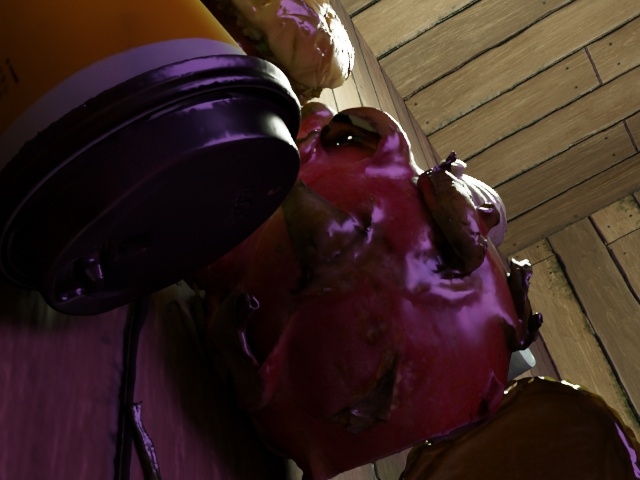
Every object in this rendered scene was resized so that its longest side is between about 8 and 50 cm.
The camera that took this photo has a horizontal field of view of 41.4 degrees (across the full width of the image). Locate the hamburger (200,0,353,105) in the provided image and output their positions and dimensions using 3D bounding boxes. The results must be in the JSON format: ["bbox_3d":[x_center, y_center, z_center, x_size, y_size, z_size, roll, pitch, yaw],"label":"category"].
[{"bbox_3d":[-0.077,-0.268,1.044,0.244,0.163,0.244,54,19,-27],"label":"hamburger"}]

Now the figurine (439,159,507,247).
[{"bbox_3d":[0.201,0.051,1.248,0.332,0.205,0.185,62,0,-16],"label":"figurine"}]

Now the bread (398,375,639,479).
[{"bbox_3d":[0.207,0.265,0.845,0.142,0.253,0.227,28,32,-59],"label":"bread"}]

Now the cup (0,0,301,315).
[{"bbox_3d":[-0.145,-0.107,0.507,0.279,0.196,0.196,57,13,17],"label":"cup"}]

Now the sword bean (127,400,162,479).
[{"bbox_3d":[-0.103,0.136,0.515,0.012,0.012,0.083,32,31,-62],"label":"sword bean"}]

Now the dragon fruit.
[{"bbox_3d":[0.025,0.029,0.678,0.250,0.269,0.291,47,22,-71],"label":"dragon fruit"}]

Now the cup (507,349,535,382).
[{"bbox_3d":[0.288,0.212,1.458,0.095,0.129,0.128,57,17,12],"label":"cup"}]
